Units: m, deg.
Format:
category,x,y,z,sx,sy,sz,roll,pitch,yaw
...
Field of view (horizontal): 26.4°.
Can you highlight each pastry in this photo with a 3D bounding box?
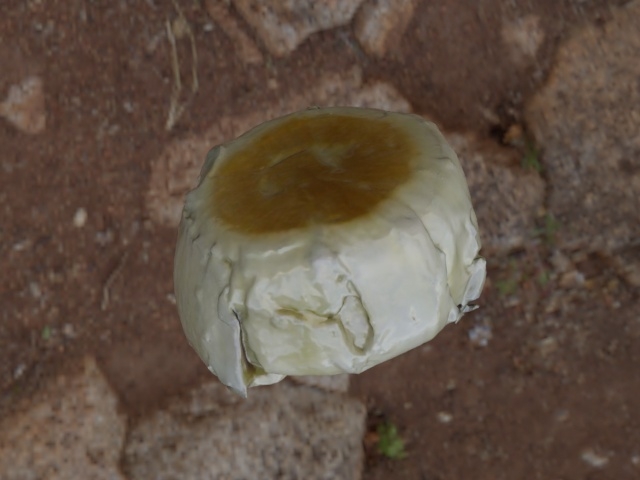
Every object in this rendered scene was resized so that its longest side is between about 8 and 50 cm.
category,x,y,z,sx,sy,sz,roll,pitch,yaw
pastry,0.000,0.000,0.674,0.165,0.166,0.088,-13,123,2
